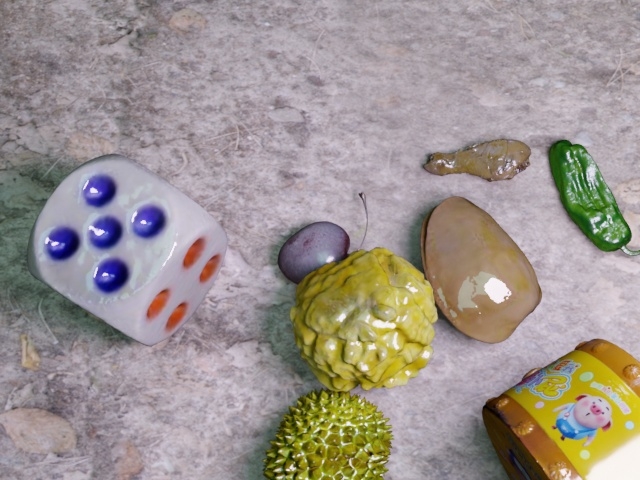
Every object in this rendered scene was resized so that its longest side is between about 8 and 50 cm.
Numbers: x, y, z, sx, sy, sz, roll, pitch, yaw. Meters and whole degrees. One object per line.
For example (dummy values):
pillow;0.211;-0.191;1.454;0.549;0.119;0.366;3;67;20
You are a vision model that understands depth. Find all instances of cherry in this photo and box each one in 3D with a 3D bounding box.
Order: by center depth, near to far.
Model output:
cherry;-0.005;0.002;1.623;0.148;0.115;0.188;-19;62;39

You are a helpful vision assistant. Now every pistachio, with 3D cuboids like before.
pistachio;0.263;0.051;1.559;0.212;0.163;0.261;-25;73;-43

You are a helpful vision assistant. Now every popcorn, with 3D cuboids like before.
popcorn;0.077;0.137;1.490;0.249;0.225;0.249;-23;40;21

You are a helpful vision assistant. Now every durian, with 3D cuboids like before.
durian;0.015;0.357;1.499;0.200;0.176;0.237;38;69;-9

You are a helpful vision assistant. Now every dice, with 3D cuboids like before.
dice;-0.328;0.020;1.553;0.243;0.259;0.251;32;81;12

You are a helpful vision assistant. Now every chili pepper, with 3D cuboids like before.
chili pepper;0.489;-0.075;1.621;0.100;0.074;0.257;-24;75;-2

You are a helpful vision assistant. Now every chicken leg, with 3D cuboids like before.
chicken leg;0.289;-0.146;1.657;0.197;0.069;0.085;-2;74;10

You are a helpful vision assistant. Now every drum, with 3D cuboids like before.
drum;0.437;0.370;1.342;0.214;0.431;0.431;-30;76;-4
